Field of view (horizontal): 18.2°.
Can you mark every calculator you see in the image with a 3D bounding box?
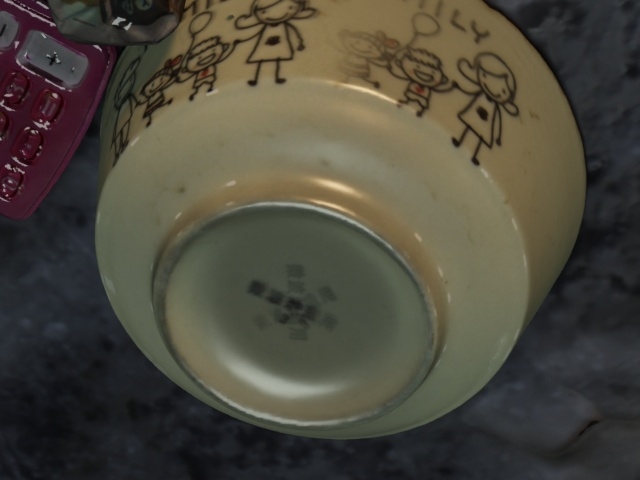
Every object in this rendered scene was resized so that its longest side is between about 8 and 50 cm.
[{"bbox_3d":[-0.196,-0.094,0.939,0.190,0.034,0.126,28,124,-9],"label":"calculator"}]

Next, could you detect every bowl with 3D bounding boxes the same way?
[{"bbox_3d":[0.000,0.000,0.904,0.238,0.126,0.238,5,125,8],"label":"bowl"}]

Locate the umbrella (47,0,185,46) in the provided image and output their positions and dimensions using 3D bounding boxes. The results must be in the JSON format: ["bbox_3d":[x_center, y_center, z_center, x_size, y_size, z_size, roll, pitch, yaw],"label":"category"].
[{"bbox_3d":[-0.099,-0.235,0.797,0.067,0.073,0.337,-8,123,-5],"label":"umbrella"}]
